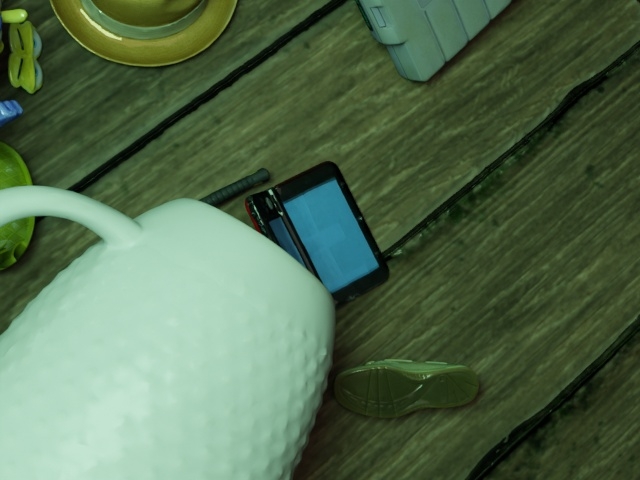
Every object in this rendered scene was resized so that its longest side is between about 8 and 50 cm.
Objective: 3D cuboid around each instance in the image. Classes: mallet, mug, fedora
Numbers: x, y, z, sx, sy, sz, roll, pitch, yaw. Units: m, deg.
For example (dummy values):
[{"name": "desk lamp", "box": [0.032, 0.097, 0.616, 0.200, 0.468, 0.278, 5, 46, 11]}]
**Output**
[{"name": "mallet", "box": [-0.130, -0.029, 0.958, 0.189, 0.062, 0.039, -29, 91, -16]}, {"name": "mug", "box": [-0.173, 0.115, 0.798, 0.374, 0.276, 0.328, 43, 75, -34]}, {"name": "fedora", "box": [-0.173, -0.268, 0.961, 0.194, 0.079, 0.195, 2, 84, -16]}]

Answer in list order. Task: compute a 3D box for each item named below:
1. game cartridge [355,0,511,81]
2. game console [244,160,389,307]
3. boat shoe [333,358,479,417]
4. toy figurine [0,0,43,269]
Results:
[{"name": "game cartridge", "box": [0.095, -0.363, 0.974, 0.230, 0.068, 0.355, -41, 127, -12]}, {"name": "game console", "box": [0.000, 0.000, 0.982, 0.085, 0.124, 0.144, -27, 92, 10]}, {"name": "boat shoe", "box": [0.087, 0.150, 1.015, 0.152, 0.048, 0.056, -5, 98, -9]}, {"name": "toy figurine", "box": [-0.339, -0.161, 0.834, 0.191, 0.217, 0.363, 1, 84, -15]}]
